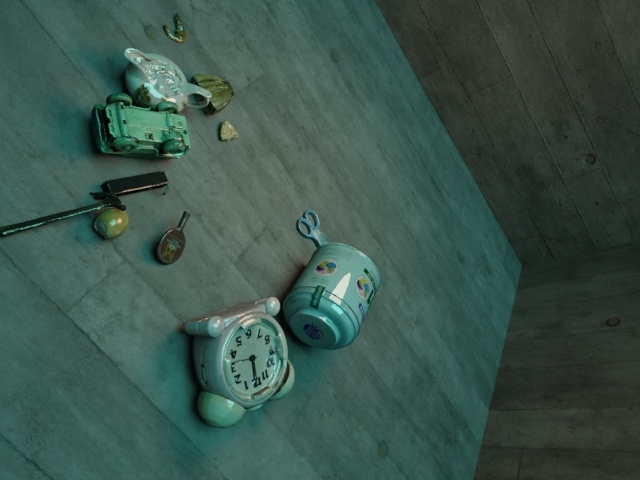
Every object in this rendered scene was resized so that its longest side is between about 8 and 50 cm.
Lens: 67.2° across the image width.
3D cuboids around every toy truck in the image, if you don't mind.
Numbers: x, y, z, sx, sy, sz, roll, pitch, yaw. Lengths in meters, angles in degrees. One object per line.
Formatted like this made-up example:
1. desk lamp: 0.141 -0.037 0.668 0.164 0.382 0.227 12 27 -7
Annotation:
1. toy truck: -0.523 -0.321 1.418 0.278 0.156 0.155 -5 79 -48

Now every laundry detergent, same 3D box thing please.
1. laundry detergent: 0.033 0.214 1.725 0.287 0.287 0.305 52 44 -20

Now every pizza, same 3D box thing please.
1. pizza: -0.333 -0.387 1.748 0.078 0.025 0.084 23 66 -35

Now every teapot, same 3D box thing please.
1. teapot: -0.498 -0.494 1.525 0.297 0.139 0.205 15 63 -43

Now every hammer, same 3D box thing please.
1. hammer: -0.660 -0.065 1.233 0.297 0.125 0.027 -27 134 -41

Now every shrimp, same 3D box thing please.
1. shrimp: -0.515 -0.754 1.692 0.083 0.023 0.115 -6 84 -45

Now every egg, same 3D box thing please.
1. egg: -0.570 -0.050 1.324 0.080 0.080 0.096 60 38 -12

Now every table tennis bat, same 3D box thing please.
1. table tennis bat: -0.478 -0.022 1.469 0.170 0.118 0.107 -67 154 -11

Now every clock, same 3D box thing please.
1. clock: -0.237 0.364 1.463 0.341 0.183 0.326 -14 90 -44

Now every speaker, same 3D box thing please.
1. speaker: -0.545 -0.167 1.424 0.191 0.040 0.046 -24 93 -49

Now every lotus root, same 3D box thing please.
1. lotus root: -0.381 -0.521 1.716 0.144 0.070 0.143 -32 94 -44

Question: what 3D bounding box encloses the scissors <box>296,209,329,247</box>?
1. scissors: 0.000 0.000 1.961 0.256 0.030 0.125 54 45 -15
